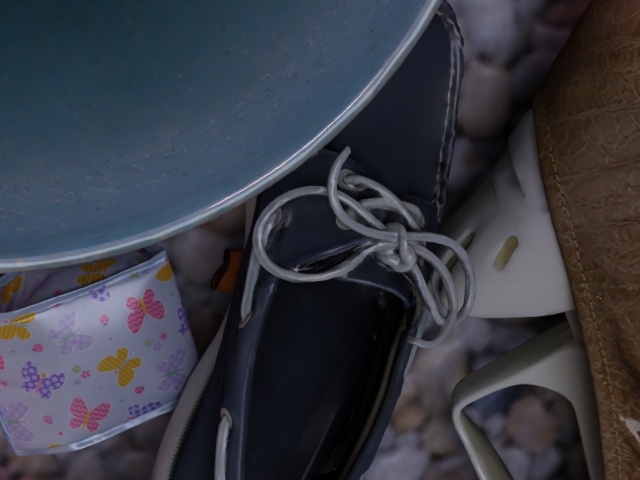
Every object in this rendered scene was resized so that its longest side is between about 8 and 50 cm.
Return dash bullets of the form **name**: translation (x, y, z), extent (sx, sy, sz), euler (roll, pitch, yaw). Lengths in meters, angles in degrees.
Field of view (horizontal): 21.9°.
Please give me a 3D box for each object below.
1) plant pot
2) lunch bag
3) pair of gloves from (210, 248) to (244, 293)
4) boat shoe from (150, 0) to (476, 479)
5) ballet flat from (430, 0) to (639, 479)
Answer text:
- **plant pot**: translation (-0.110, -0.159, 0.514), extent (0.290, 0.195, 0.290), euler (-5, 110, -14)
- **lunch bag**: translation (-0.097, 0.041, 0.667), extent (0.083, 0.053, 0.071), euler (-24, 115, -18)
- **pair of gloves**: translation (0.000, 0.000, 0.702), extent (0.074, 0.010, 0.083), euler (19, 103, -21)
- **boat shoe**: translation (0.005, 0.016, 0.644), extent (0.095, 0.079, 0.254), euler (26, 84, -28)
- **ballet flat**: translation (0.114, 0.046, 0.711), extent (0.124, 0.116, 0.342), euler (-8, 116, 8)
